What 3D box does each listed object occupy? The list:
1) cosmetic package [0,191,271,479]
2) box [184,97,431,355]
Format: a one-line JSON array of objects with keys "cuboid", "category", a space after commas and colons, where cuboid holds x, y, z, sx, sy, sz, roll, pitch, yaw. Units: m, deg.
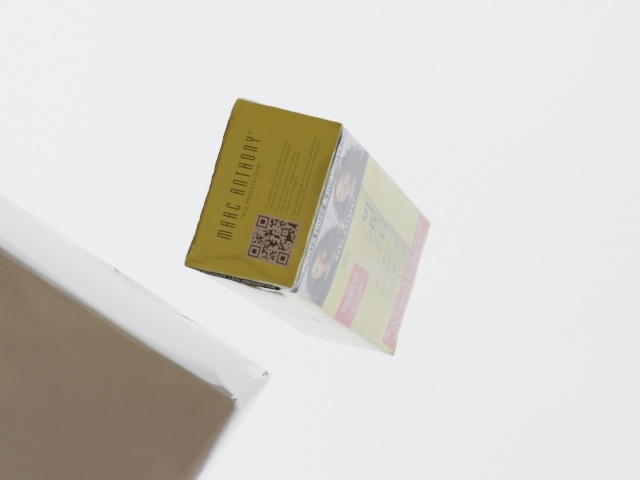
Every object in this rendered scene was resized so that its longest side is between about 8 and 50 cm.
[{"cuboid": [-0.244, 0.062, 1.076, 0.385, 0.156, 0.217, 35, -84, 1], "category": "cosmetic package"}, {"cuboid": [0.000, 0.000, 1.009, 0.058, 0.232, 0.087, 15, -98, 15], "category": "box"}]
